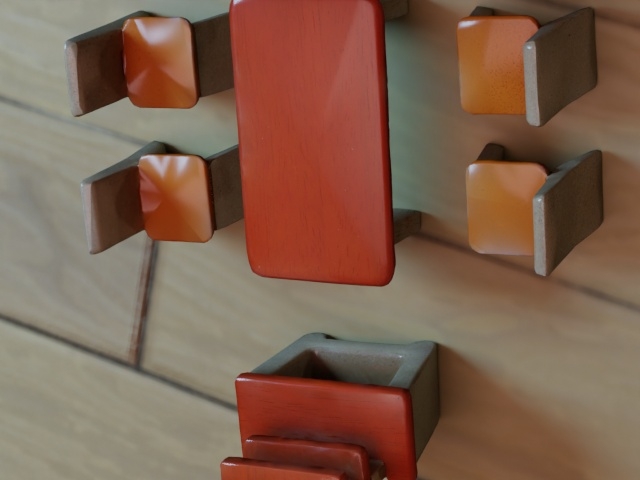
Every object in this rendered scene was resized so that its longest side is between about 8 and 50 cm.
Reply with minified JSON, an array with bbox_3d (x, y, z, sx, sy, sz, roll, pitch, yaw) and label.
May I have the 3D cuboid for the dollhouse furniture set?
[{"bbox_3d":[0.000,0.000,0.901,0.262,0.135,0.259,3,108,24],"label":"dollhouse furniture set"}]
